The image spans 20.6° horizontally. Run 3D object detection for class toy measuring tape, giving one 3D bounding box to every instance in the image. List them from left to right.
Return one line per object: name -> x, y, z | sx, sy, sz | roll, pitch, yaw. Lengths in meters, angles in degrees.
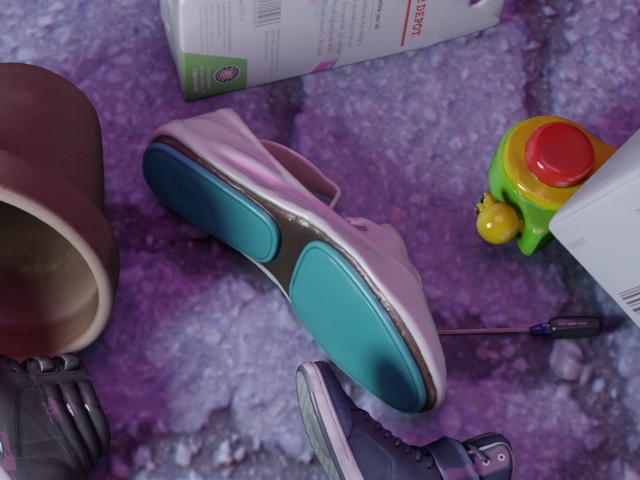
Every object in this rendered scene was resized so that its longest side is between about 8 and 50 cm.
toy measuring tape -> 0.274, -0.097, 1.792 | 0.330, 0.121, 0.121 | -33, 70, -26

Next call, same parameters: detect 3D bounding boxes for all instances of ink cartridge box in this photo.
ink cartridge box -> 0.015, -0.276, 1.806 | 0.353, 0.207, 0.119 | -13, 67, -9

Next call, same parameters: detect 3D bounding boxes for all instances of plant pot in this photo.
plant pot -> -0.304, -0.045, 1.686 | 0.263, 0.263, 0.229 | 9, 48, 2

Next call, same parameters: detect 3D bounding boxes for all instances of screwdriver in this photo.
screwdriver -> 0.194, 0.092, 1.745 | 0.169, 0.024, 0.025 | -7, 94, 2

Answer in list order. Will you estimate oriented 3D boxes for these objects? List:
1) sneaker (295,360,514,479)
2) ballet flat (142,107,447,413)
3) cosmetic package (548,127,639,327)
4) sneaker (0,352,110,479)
sneaker -> 0.082, 0.186, 1.625 | 0.163, 0.086, 0.226 | -27, 101, -10
ballet flat -> 0.000, 0.000, 1.731 | 0.400, 0.139, 0.139 | 41, 70, 17
cosmetic package -> 0.493, -0.055, 1.611 | 0.329, 0.327, 0.393 | 46, 71, -1
sneaker -> -0.311, 0.123, 1.636 | 0.147, 0.104, 0.296 | -37, 93, -34
